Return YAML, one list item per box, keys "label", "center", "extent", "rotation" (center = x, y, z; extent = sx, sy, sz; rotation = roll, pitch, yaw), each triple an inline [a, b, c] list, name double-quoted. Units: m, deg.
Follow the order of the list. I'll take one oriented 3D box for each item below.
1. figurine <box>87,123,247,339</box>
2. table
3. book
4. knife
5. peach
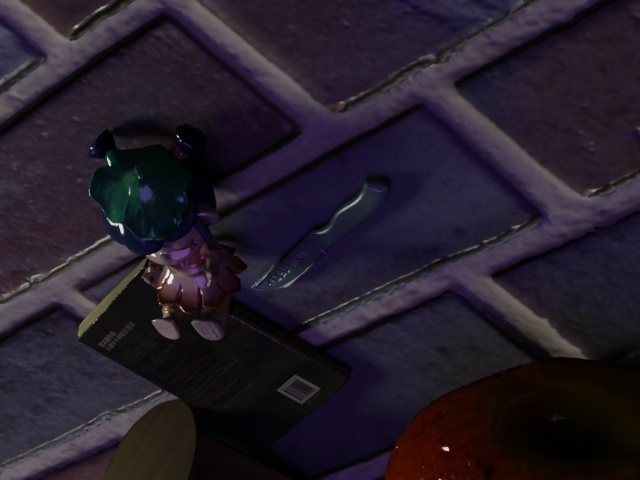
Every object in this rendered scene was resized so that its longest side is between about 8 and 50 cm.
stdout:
- label: "figurine"
  center: [-0.133, -0.009, 1.523]
  extent: [0.111, 0.102, 0.195]
  rotation: [0, 141, 17]
- label: "table"
  center: [-0.091, 0.285, 1.826]
  extent: [0.226, 0.167, 0.167]
  rotation: [31, 141, -29]
- label: "book"
  center: [-0.104, 0.109, 1.708]
  extent: [0.228, 0.024, 0.160]
  rotation: [31, 139, -15]
- label: "knife"
  center: [0.001, 0.000, 1.544]
  extent: [0.028, 0.015, 0.210]
  rotation: [25, 142, -19]
- label: "peach"
  center: [0.214, 0.277, 1.569]
  extent: [0.372, 0.290, 0.373]
  rotation: [13, 134, 14]
